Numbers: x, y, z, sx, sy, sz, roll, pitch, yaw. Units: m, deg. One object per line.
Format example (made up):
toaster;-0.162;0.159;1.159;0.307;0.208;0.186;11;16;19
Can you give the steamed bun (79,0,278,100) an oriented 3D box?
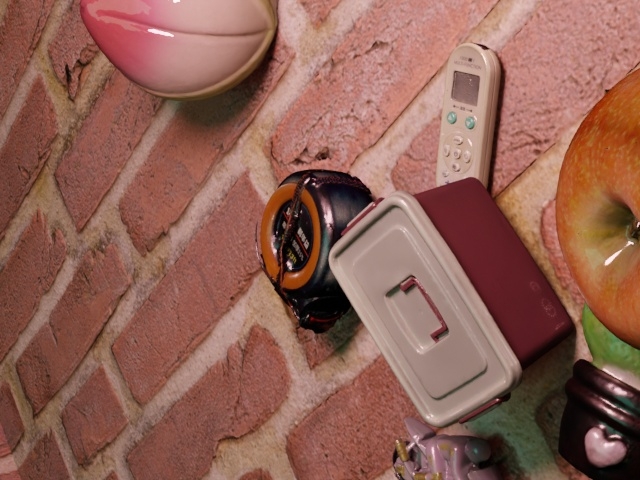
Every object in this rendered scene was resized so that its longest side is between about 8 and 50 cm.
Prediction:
steamed bun;-0.245;-0.366;1.824;0.309;0.309;0.309;15;110;49

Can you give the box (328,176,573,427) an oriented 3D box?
box;0.172;0.068;1.468;0.294;0.167;0.193;58;140;9

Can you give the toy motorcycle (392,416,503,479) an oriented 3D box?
toy motorcycle;0.189;0.327;1.612;0.225;0.073;0.152;38;124;39

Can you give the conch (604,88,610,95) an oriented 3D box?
conch;0.351;-0.069;1.325;0.095;0.079;0.200;15;102;29

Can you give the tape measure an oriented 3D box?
tape measure;0.000;0.000;1.729;0.202;0.135;0.222;59;136;39

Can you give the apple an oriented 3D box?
apple;0.382;-0.035;1.123;0.319;0.277;0.319;18;113;50

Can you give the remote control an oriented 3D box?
remote control;0.196;-0.150;1.518;0.078;0.042;0.221;24;116;47

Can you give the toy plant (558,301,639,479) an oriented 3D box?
toy plant;0.366;0.162;1.293;0.218;0.175;0.235;31;94;36
